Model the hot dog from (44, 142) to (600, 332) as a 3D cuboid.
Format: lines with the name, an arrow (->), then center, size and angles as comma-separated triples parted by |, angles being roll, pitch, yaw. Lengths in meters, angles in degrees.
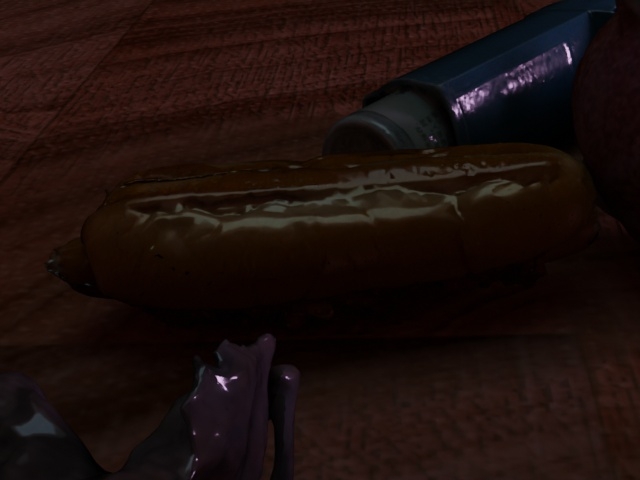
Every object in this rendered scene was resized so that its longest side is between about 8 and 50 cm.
hot dog -> 0.000, 0.000, 0.502 | 0.249, 0.076, 0.102 | -5, 14, 2

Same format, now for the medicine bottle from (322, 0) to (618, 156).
medicine bottle -> 0.118, -0.080, 0.644 | 0.124, 0.079, 0.258 | 20, 35, 40

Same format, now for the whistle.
whistle -> 0.220, -0.075, 0.566 | 0.142, 0.133, 0.346 | 41, 31, 13

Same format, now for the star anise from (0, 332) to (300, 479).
star anise -> -0.054, 0.103, 0.279 | 0.229, 0.093, 0.236 | -9, 25, -8
